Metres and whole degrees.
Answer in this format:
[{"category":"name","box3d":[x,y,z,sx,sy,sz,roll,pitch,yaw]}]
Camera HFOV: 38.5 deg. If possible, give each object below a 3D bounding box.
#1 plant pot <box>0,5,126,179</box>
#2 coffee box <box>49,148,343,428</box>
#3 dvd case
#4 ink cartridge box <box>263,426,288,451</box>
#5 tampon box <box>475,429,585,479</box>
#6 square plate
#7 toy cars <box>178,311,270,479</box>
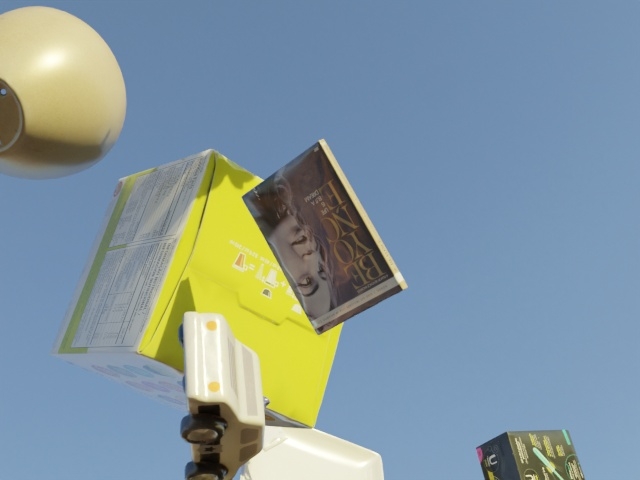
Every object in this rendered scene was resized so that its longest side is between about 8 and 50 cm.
[{"category":"plant pot","box3d":[-0.475,-0.216,1.441,0.284,0.191,0.284,4,-71,10]},{"category":"coffee box","box3d":[-0.184,0.095,1.526,0.338,0.334,0.338,30,-114,-32]},{"category":"dvd case","box3d":[0.000,0.000,1.219,0.165,0.221,0.018,-32,-4,38]},{"category":"ink cartridge box","box3d":[-0.123,0.386,1.903,0.063,0.115,0.029,-23,-30,-28]},{"category":"tampon box","box3d":[0.399,0.433,1.740,0.161,0.120,0.101,6,-33,-30]},{"category":"square plate","box3d":[-0.018,0.530,1.977,0.347,0.344,0.049,23,-66,-12]},{"category":"toy cars","box3d":[-0.073,0.239,0.798,0.087,0.176,0.393,-2,-76,-8]}]
